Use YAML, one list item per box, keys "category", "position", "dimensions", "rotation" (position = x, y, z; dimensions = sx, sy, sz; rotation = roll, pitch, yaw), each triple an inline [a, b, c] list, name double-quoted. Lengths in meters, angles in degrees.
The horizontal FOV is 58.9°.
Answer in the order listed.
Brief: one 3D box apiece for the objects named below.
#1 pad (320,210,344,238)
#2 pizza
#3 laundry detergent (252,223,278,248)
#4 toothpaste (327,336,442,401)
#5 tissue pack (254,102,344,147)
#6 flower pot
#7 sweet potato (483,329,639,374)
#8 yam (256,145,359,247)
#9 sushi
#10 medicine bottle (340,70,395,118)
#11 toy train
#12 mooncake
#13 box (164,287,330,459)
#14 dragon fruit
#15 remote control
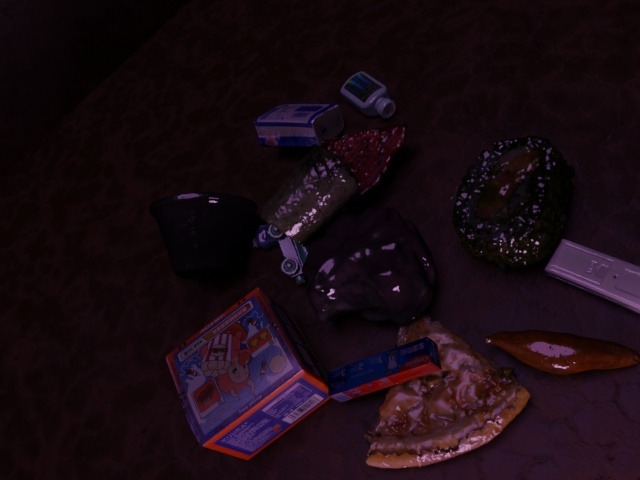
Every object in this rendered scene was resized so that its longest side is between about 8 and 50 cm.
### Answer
- category: "pad"
  position: [0.000, 0.000, 1.893]
  dimensions: [0.211, 0.003, 0.143]
  rotation: [-23, 72, 14]
- category: "pizza"
  position: [0.332, 0.402, 1.464]
  dimensions: [0.391, 0.080, 0.435]
  rotation: [5, 66, 30]
- category: "laundry detergent"
  position: [-0.152, -0.031, 1.982]
  dimensions: [0.206, 0.061, 0.097]
  rotation: [-27, 69, 13]
- category: "toothpaste"
  position: [0.164, 0.348, 1.511]
  dimensions: [0.320, 0.066, 0.077]
  rotation: [-25, 46, 27]
- category: "tissue pack"
  position: [-0.078, -0.420, 2.089]
  dimensions: [0.269, 0.137, 0.209]
  rotation: [7, 31, 30]
- category: "flower pot"
  position: [-0.408, -0.004, 1.969]
  dimensions: [0.378, 0.379, 0.251]
  rotation: [-7, 77, 24]
- category: "sweet potato"
  position: [0.580, 0.276, 1.387]
  dimensions: [0.358, 0.112, 0.112]
  rotation: [6, 66, 27]
- category: "yam"
  position: [-0.027, -0.131, 1.726]
  dimensions: [0.300, 0.195, 0.195]
  rotation: [-48, 51, 9]
- category: "sushi"
  position: [0.524, -0.103, 1.578]
  dimensions: [0.293, 0.178, 0.352]
  rotation: [7, 66, 44]
- category: "medicine bottle"
  position: [0.182, -0.526, 2.077]
  dimensions: [0.121, 0.083, 0.229]
  rotation: [-41, 53, -2]
- category: "toy train"
  position: [-0.072, 0.013, 1.866]
  dimensions: [0.159, 0.101, 0.248]
  rotation: [-24, 72, 5]
- category: "mooncake"
  position: [0.134, 0.071, 1.662]
  dimensions: [0.380, 0.212, 0.351]
  rotation: [-16, 40, 22]
- category: "box"
  position: [-0.200, 0.387, 1.643]
  dimensions: [0.348, 0.257, 0.319]
  rotation: [-37, 53, 4]
- category: "dragon fruit"
  position: [0.142, -0.287, 1.860]
  dimensions: [0.330, 0.240, 0.303]
  rotation: [-26, 62, 20]
- category: "remote control"
  position: [0.729, 0.095, 1.446]
  dimensions: [0.277, 0.055, 0.103]
  rotation: [27, 77, 35]
